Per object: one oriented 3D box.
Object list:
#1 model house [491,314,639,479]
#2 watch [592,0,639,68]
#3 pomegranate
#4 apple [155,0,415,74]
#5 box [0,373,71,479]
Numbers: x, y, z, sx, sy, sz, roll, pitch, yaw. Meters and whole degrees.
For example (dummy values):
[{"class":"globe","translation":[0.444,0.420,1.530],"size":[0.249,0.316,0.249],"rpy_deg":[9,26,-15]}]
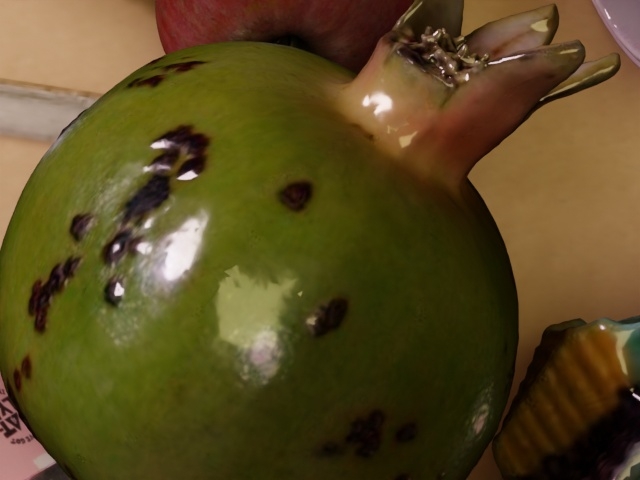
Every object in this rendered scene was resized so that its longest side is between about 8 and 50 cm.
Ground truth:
[{"class":"model house","translation":[0.157,0.140,0.742],"size":[0.249,0.280,0.230],"rpy_deg":[-14,83,3]},{"class":"watch","translation":[0.207,-0.216,0.792],"size":[0.211,0.217,0.248],"rpy_deg":[-24,85,-9]},{"class":"pomegranate","translation":[-0.020,0.007,0.674],"size":[0.291,0.323,0.290],"rpy_deg":[17,39,-15]},{"class":"apple","translation":[-0.020,-0.147,0.791],"size":[0.153,0.153,0.120],"rpy_deg":[2,56,-8]},{"class":"box","translation":[-0.204,0.123,0.750],"size":[0.151,0.151,0.135],"rpy_deg":[-35,83,-9]}]
